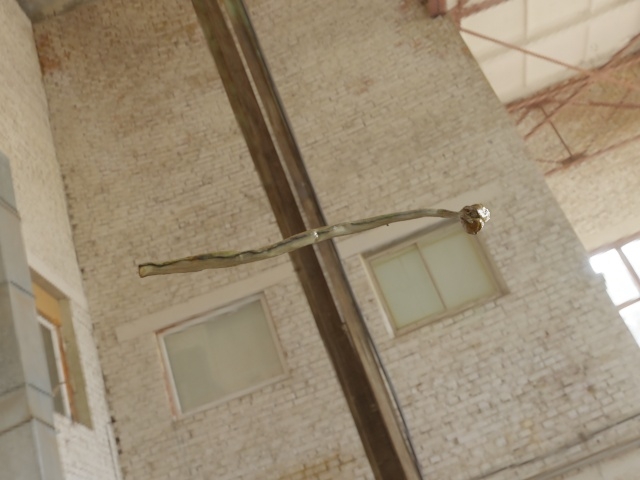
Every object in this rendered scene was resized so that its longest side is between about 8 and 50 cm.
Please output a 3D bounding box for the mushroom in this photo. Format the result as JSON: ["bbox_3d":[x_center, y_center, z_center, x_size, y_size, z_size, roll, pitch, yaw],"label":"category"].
[{"bbox_3d":[-0.001,-0.001,0.589,0.286,0.026,0.028,-8,8,-8],"label":"mushroom"}]
